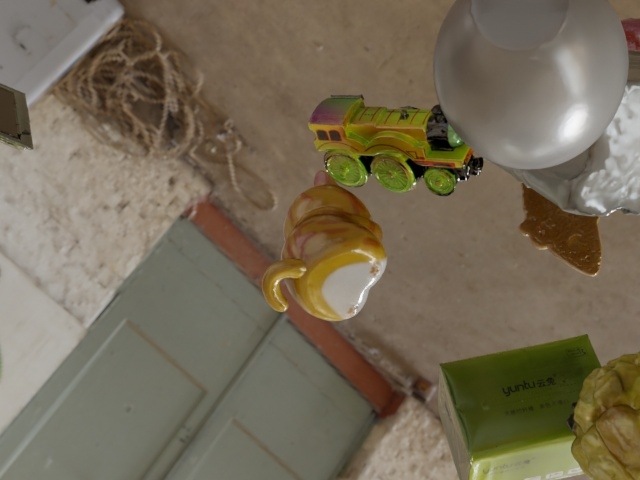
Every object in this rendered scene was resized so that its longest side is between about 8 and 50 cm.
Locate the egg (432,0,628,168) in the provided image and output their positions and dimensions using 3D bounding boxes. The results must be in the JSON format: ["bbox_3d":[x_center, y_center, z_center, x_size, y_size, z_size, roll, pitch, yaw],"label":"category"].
[{"bbox_3d":[0.196,-0.156,0.856,0.176,0.176,0.232,26,174,20],"label":"egg"}]

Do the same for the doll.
[{"bbox_3d":[0.014,0.012,1.445,0.162,0.269,0.166,30,110,-8],"label":"doll"}]

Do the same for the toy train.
[{"bbox_3d":[0.126,-0.164,1.545,0.296,0.100,0.160,7,136,29],"label":"toy train"}]

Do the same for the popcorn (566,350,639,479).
[{"bbox_3d":[0.500,0.279,1.335,0.252,0.286,0.215,55,141,3],"label":"popcorn"}]

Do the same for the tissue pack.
[{"bbox_3d":[0.361,0.305,1.590,0.275,0.200,0.167,-10,138,-4],"label":"tissue pack"}]

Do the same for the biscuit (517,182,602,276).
[{"bbox_3d":[0.465,-0.037,1.754,0.250,0.162,0.035,65,-171,24],"label":"biscuit"}]

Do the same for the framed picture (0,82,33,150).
[{"bbox_3d":[-0.462,-0.188,1.036,0.273,0.016,0.216,23,-165,-28],"label":"framed picture"}]

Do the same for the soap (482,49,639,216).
[{"bbox_3d":[0.482,-0.186,1.483,0.351,0.212,0.435,2,-162,-7],"label":"soap"}]

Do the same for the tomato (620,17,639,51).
[{"bbox_3d":[0.669,-0.347,2.071,0.176,0.334,0.289,1,-166,-12],"label":"tomato"}]
